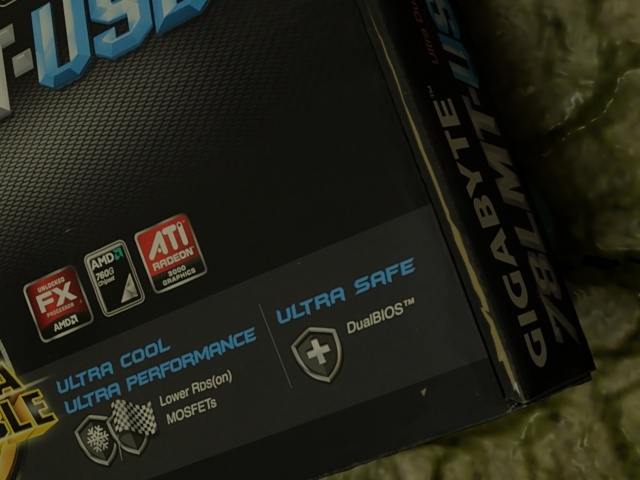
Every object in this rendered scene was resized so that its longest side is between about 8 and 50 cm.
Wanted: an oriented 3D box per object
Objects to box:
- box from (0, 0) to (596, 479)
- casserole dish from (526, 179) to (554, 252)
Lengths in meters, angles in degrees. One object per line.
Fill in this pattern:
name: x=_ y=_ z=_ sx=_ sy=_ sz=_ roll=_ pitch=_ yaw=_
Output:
box: x=-0.086 y=-0.040 z=0.628 sx=0.296 sy=0.073 sz=0.293 roll=-22 pitch=86 yaw=31
casserole dish: x=0.000 y=0.000 z=0.661 sx=0.188 sy=0.037 sz=0.114 roll=27 pitch=118 yaw=16
